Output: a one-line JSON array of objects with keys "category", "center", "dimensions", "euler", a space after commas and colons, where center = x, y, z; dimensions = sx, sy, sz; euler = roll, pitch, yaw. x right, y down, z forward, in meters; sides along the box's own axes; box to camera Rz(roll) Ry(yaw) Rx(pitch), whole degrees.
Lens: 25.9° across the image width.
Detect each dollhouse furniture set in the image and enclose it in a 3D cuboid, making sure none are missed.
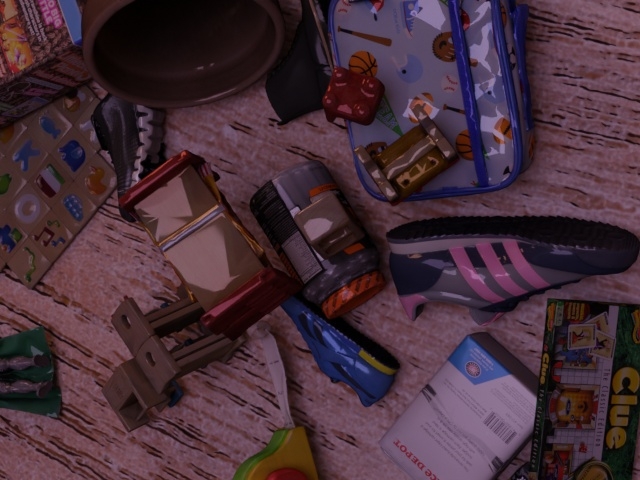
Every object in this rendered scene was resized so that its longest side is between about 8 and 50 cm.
[{"category": "dollhouse furniture set", "center": [-0.220, 0.151, 1.931], "dimensions": [0.129, 0.129, 0.183], "euler": [55, 139, 14]}, {"category": "dollhouse furniture set", "center": [-0.033, -0.064, 1.709], "dimensions": [0.374, 0.152, 0.201], "euler": [-35, 76, 3]}]

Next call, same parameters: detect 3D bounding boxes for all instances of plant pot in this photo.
[{"category": "plant pot", "center": [-0.191, -0.341, 1.833], "dimensions": [0.263, 0.263, 0.229], "euler": [-23, 59, 22]}]

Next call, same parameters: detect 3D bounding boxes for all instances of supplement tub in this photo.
[{"category": "supplement tub", "center": [0.000, 0.000, 1.817], "dimensions": [0.117, 0.117, 0.190], "euler": [-36, 78, 20]}]

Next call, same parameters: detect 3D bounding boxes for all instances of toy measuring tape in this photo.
[{"category": "toy measuring tape", "center": [-0.078, 0.277, 1.849], "dimensions": [0.121, 0.121, 0.330], "euler": [-17, 87, 23]}]

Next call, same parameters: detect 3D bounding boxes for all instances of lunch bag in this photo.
[{"category": "lunch bag", "center": [0.145, -0.205, 1.727], "dimensions": [0.243, 0.115, 0.303], "euler": [-5, 103, 26]}]

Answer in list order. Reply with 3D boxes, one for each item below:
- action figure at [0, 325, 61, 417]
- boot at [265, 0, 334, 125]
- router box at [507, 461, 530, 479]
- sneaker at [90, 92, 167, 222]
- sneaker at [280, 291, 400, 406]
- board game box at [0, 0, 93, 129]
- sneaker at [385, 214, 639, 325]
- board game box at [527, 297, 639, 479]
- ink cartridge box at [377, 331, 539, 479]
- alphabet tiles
[{"category": "action figure", "center": [-0.502, 0.204, 2.069], "dimensions": [0.232, 0.063, 0.137], "euler": [-6, 92, 27]}, {"category": "boot", "center": [-0.032, -0.262, 1.854], "dimensions": [0.137, 0.077, 0.197], "euler": [-21, 82, 27]}, {"category": "router box", "center": [0.281, 0.387, 1.740], "dimensions": [0.179, 0.046, 0.133], "euler": [42, 106, 17]}, {"category": "sneaker", "center": [-0.273, -0.143, 1.951], "dimensions": [0.106, 0.078, 0.234], "euler": [5, 89, 18]}, {"category": "sneaker", "center": [0.006, 0.138, 1.843], "dimensions": [0.209, 0.069, 0.082], "euler": [39, 109, 18]}, {"category": "board game box", "center": [-0.439, -0.317, 1.977], "dimensions": [0.291, 0.141, 0.232], "euler": [-24, 78, 20]}, {"category": "sneaker", "center": [0.241, 0.042, 1.734], "dimensions": [0.319, 0.112, 0.131], "euler": [1, 108, 26]}, {"category": "board game box", "center": [0.325, 0.203, 1.684], "dimensions": [0.030, 0.136, 0.259], "euler": [-167, 81, -67]}, {"category": "ink cartridge box", "center": [0.189, 0.231, 1.758], "dimensions": [0.140, 0.082, 0.190], "euler": [43, 107, 16]}, {"category": "alphabet tiles", "center": [-0.450, -0.107, 2.066], "dimensions": [0.285, 0.011, 0.342], "euler": [47, 107, 16]}]
